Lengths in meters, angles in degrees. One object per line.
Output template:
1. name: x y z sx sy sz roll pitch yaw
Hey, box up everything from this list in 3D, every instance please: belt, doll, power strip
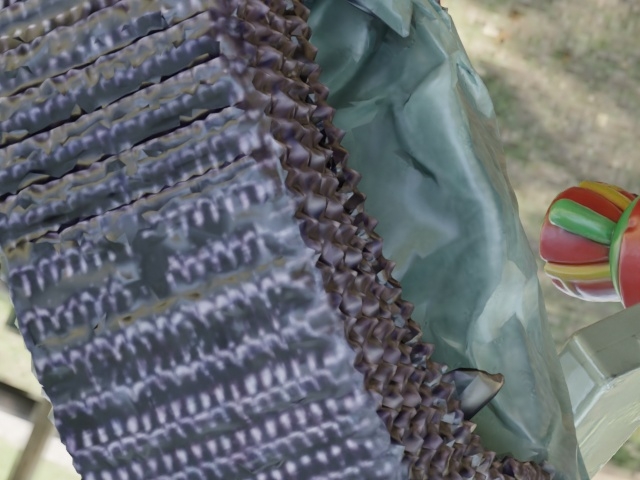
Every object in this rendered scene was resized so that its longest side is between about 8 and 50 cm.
1. belt: 0.000 0.000 0.529 0.122 0.324 0.260 -22 174 18
2. doll: 0.370 0.023 1.571 0.183 0.160 0.363 34 160 -37
3. power strip: 0.161 0.149 1.141 0.043 0.106 0.367 58 150 23
